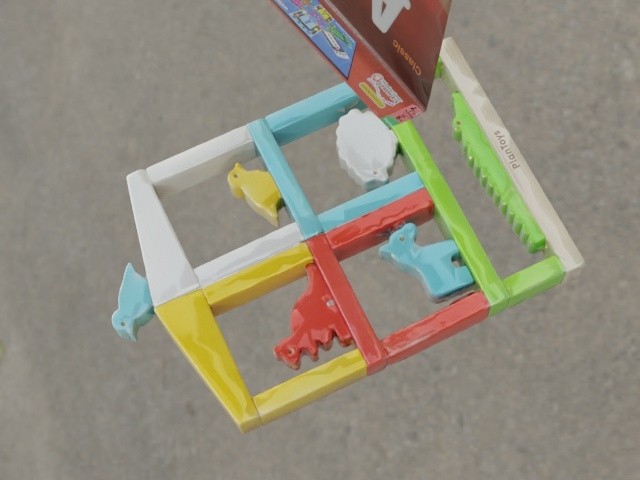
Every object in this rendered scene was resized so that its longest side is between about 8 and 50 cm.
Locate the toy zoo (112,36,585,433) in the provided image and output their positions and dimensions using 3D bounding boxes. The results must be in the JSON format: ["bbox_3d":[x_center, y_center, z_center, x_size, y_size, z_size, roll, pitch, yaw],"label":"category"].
[{"bbox_3d":[0.000,0.000,0.832,0.192,0.293,0.030,62,172,20],"label":"toy zoo"}]

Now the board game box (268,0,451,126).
[{"bbox_3d":[-0.032,-0.192,0.552,0.027,0.281,0.145,-19,40,38],"label":"board game box"}]
